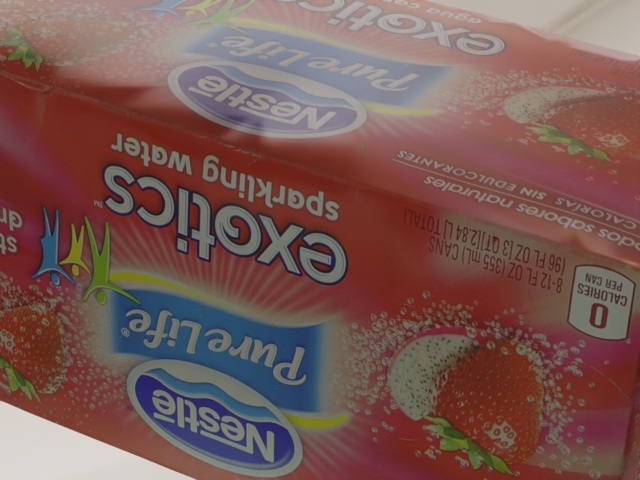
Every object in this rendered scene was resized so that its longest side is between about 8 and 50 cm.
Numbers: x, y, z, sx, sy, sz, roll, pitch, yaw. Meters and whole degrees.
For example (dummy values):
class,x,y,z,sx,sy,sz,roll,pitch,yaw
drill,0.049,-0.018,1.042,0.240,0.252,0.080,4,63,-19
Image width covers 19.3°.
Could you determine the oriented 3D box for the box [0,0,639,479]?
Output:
class,x,y,z,sx,sy,sz,roll,pitch,yaw
box,0.000,0.000,0.588,0.257,0.128,0.122,19,-145,23
